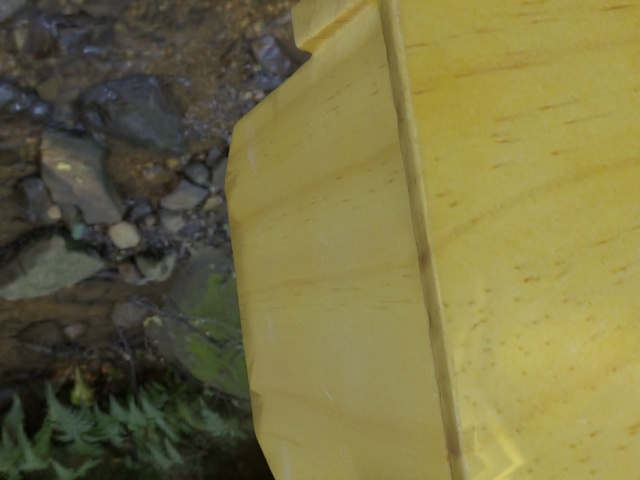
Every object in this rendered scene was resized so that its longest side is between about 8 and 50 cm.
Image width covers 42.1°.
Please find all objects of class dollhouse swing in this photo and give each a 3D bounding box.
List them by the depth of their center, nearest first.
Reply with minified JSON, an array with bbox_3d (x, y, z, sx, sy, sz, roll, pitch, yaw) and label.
[{"bbox_3d":[0.111,0.015,0.582,0.315,0.347,0.305,-7,172,-11],"label":"dollhouse swing"}]
